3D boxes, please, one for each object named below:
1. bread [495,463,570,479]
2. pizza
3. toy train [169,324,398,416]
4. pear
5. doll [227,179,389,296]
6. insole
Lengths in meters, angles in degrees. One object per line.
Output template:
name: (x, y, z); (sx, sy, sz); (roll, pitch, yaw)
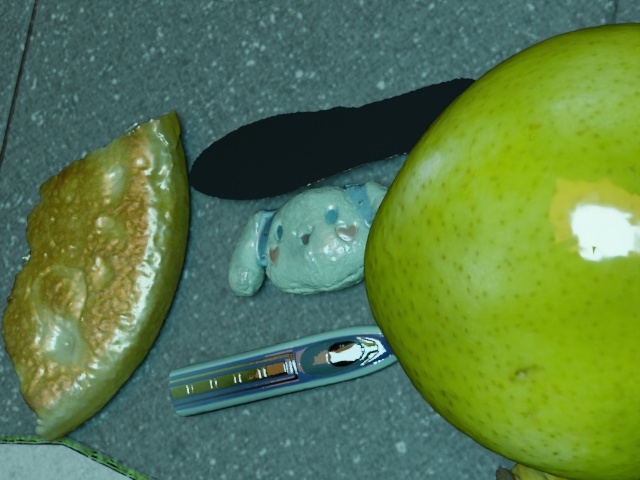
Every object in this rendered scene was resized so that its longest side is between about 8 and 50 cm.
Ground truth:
bread: (0.226, 0.294, 1.115); (0.099, 0.210, 0.235); (-32, 55, -26)
pizza: (-0.235, 0.032, 1.429); (0.182, 0.074, 0.365); (14, 86, 24)
toy train: (-0.028, 0.121, 1.333); (0.251, 0.048, 0.055); (-16, 76, 20)
pear: (0.241, 0.009, 1.065); (0.418, 0.362, 0.362); (-13, 75, 27)
doll: (0.000, 0.000, 1.332); (0.214, 0.071, 0.104); (-17, 65, 28)
insole: (0.012, -0.099, 1.360); (0.322, 0.007, 0.109); (-13, 52, 19)
